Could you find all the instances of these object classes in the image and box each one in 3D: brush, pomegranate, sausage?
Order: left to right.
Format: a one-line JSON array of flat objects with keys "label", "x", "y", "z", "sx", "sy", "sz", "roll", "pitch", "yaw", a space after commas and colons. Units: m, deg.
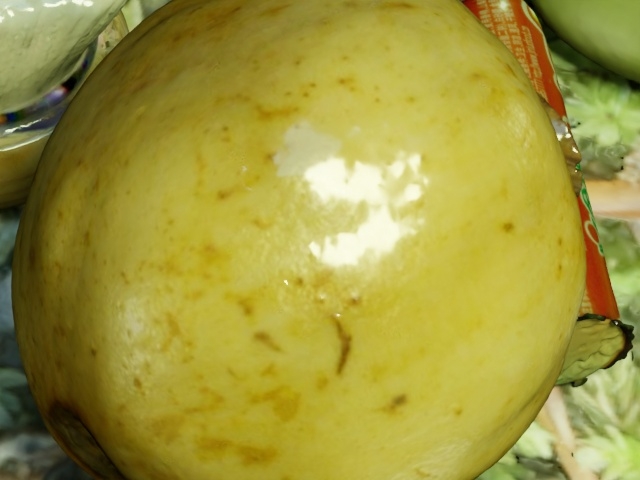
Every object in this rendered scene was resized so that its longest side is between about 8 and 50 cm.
[{"label": "brush", "x": -0.230, "y": -0.110, "z": 0.988, "sx": 0.266, "sy": 0.166, "sz": 0.174, "roll": -18, "pitch": 63, "yaw": -13}, {"label": "pomegranate", "x": -0.016, "y": 0.009, "z": 0.875, "sx": 0.307, "sy": 0.307, "sz": 0.307, "roll": 3, "pitch": 59, "yaw": -4}, {"label": "sausage", "x": 0.111, "y": -0.048, "z": 1.035, "sx": 0.083, "sy": 0.083, "sz": 0.264, "roll": -5, "pitch": 60, "yaw": -9}]

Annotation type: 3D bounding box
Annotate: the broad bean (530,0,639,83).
[{"label": "broad bean", "x": 0.254, "y": -0.203, "z": 1.117, "sx": 0.291, "sy": 0.119, "sz": 0.238, "roll": -34, "pitch": 71, "yaw": -22}]
